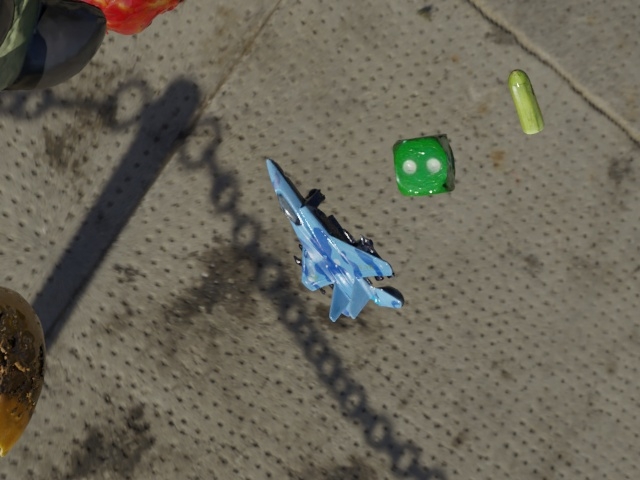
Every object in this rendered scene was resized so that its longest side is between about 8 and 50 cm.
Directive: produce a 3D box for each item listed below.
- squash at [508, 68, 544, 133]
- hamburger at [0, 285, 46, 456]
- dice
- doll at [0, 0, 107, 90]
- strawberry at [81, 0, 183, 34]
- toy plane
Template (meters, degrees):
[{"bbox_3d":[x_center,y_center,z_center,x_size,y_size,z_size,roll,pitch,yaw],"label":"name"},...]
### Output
[{"bbox_3d":[0.242,-0.166,1.021,0.027,0.027,0.083,-41,128,-14],"label":"squash"},{"bbox_3d":[-0.562,0.199,1.320,0.174,0.304,0.284,-2,78,25],"label":"hamburger"},{"bbox_3d":[0.229,-0.165,1.905,0.120,0.128,0.130,-7,96,16],"label":"dice"},{"bbox_3d":[-0.179,-0.142,0.424,0.135,0.234,0.143,38,48,-7],"label":"doll"},{"bbox_3d":[-0.179,-0.260,0.683,0.234,0.234,0.178,-23,75,-16],"label":"strawberry"},{"bbox_3d":[0.005,-0.004,1.107,0.078,0.169,0.246,-37,103,-38],"label":"toy plane"}]
